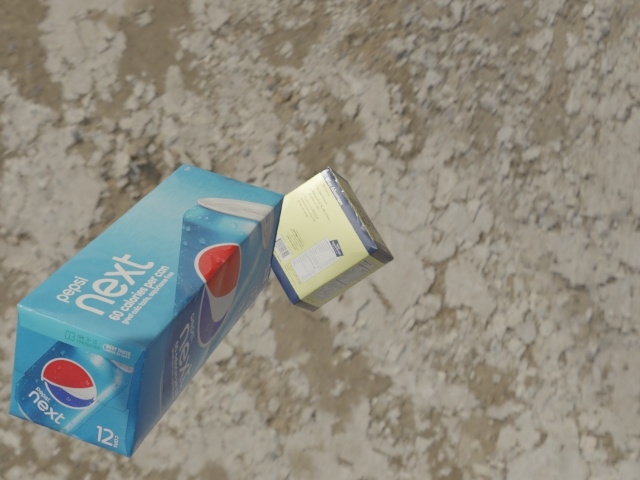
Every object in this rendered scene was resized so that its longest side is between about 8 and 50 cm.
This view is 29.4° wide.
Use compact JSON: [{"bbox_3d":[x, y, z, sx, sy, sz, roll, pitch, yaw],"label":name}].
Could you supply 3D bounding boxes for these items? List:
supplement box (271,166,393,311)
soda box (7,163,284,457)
[{"bbox_3d":[0.000,0.000,0.997,0.083,0.056,0.083,-33,73,9],"label":"supplement box"},{"bbox_3d":[-0.089,0.029,0.678,0.071,0.210,0.067,17,118,10],"label":"soda box"}]
